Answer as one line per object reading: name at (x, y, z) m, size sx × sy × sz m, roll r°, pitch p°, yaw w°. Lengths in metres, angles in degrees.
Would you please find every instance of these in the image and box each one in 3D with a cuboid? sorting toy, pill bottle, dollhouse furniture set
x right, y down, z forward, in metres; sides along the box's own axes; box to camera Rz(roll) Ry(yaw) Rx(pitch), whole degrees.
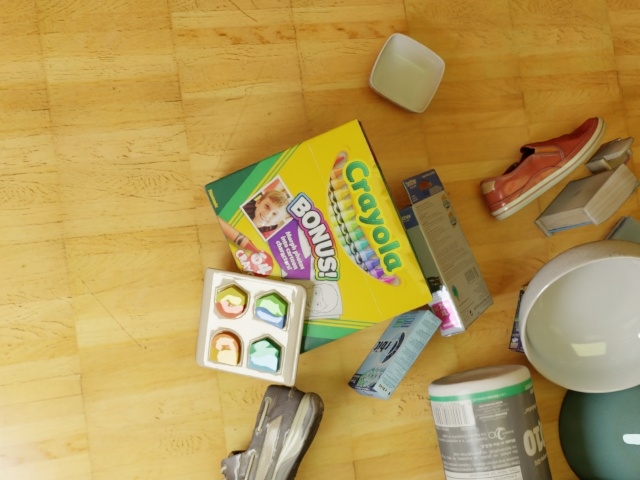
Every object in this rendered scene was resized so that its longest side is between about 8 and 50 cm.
sorting toy at (-0.133, 0.160, 1.635) m, size 0.208 × 0.038 × 0.193 m, roll 11°, pitch 101°, yaw 16°
pill bottle at (0.342, 0.438, 1.731) m, size 0.204 × 0.204 × 0.361 m, roll -10°, pitch 88°, yaw -17°
dollhouse furniture set at (0.669, -0.023, 1.879) m, size 0.303 × 0.198 × 0.286 m, roll 46°, pitch 75°, yaw -7°

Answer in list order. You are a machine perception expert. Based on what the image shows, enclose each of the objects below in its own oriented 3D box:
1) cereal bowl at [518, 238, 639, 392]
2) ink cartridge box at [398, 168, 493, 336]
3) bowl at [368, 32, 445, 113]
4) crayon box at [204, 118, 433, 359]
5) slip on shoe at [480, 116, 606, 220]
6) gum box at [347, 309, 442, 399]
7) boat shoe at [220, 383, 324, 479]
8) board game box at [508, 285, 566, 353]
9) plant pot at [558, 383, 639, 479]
cereal bowl at (0.557, 0.133, 1.764) m, size 0.338 × 0.141 × 0.339 m, roll 0°, pitch 123°, yaw 0°
ink cartridge box at (0.237, 0.018, 1.770) m, size 0.185 × 0.065 × 0.311 m, roll -25°, pitch 94°, yaw -59°
bowl at (0.174, -0.344, 1.847) m, size 0.142 × 0.053 × 0.142 m, roll 29°, pitch 78°, yaw -11°
crayon box at (0.000, 0.000, 1.667) m, size 0.313 × 0.106 × 0.363 m, roll -23°, pitch 91°, yaw 10°
slip on shoe at (0.477, -0.173, 1.886) m, size 0.331 × 0.123 × 0.101 m, roll -36°, pitch 90°, yaw -12°
gum box at (0.142, 0.220, 1.721) m, size 0.041 × 0.157 × 0.184 m, roll 40°, pitch 75°, yaw -9°
boat shoe at (-0.115, 0.434, 1.657) m, size 0.130 × 0.132 × 0.355 m, roll 23°, pitch 82°, yaw 14°
board game box at (0.496, 0.184, 1.884) m, size 0.170 × 0.048 × 0.141 m, roll 15°, pitch 79°, yaw -14°
plant pot at (0.673, 0.397, 1.835) m, size 0.290 × 0.195 × 0.290 m, roll 2°, pitch 84°, yaw -16°
